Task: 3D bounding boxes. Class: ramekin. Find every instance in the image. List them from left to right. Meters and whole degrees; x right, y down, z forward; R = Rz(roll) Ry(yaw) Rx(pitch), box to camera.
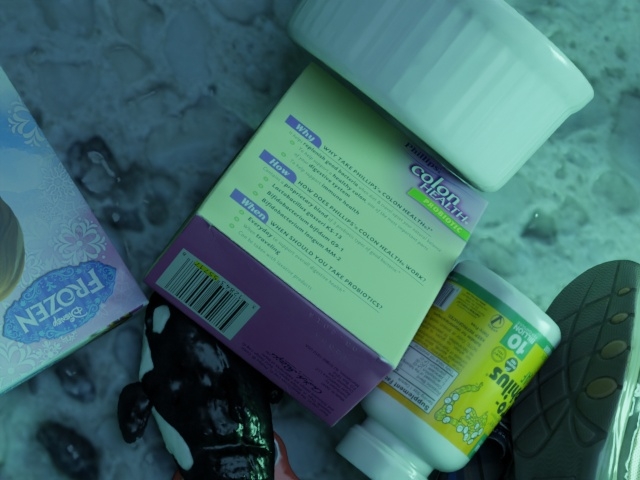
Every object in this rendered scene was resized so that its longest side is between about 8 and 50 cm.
[{"bbox_3d":[0.100,-0.166,1.648,0.277,0.277,0.135,38,92,-4],"label":"ramekin"}]

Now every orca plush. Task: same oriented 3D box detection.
[{"bbox_3d":[-0.097,0.167,1.573,0.151,0.102,0.287,6,73,-15],"label":"orca plush"}]

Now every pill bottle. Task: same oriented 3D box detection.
[{"bbox_3d":[0.110,0.131,1.615,0.117,0.117,0.208,39,85,-4],"label":"pill bottle"}]

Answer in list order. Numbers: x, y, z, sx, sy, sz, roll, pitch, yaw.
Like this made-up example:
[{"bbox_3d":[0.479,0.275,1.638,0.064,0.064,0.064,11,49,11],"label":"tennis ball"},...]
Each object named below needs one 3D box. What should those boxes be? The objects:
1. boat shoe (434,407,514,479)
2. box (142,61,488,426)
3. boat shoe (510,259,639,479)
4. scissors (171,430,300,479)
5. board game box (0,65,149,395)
[{"bbox_3d":[0.147,0.195,1.673,0.080,0.076,0.228,29,70,-8],"label":"boat shoe"},{"bbox_3d":[0.000,0.000,1.613,0.213,0.117,0.243,38,46,-5],"label":"box"},{"bbox_3d":[0.253,0.195,1.641,0.130,0.132,0.355,28,69,-39],"label":"boat shoe"},{"bbox_3d":[0.001,0.243,1.645,0.297,0.021,0.109,23,68,-8],"label":"scissors"},{"bbox_3d":[-0.366,0.005,1.573,0.318,0.066,0.318,-32,87,-21],"label":"board game box"}]
